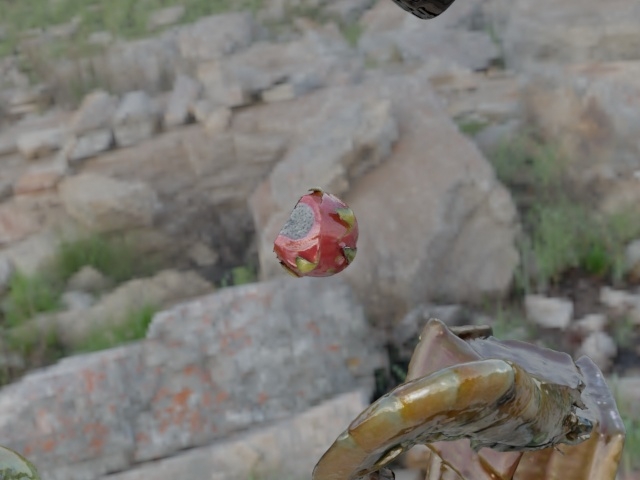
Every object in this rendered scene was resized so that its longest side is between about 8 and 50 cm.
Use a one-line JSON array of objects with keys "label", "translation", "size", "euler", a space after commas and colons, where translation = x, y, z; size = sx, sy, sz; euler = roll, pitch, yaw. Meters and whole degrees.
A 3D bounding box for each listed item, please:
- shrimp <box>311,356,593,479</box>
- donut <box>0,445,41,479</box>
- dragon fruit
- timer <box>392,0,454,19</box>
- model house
[{"label": "shrimp", "translation": [0.102, 0.144, 1.056], "size": [0.169, 0.058, 0.296], "euler": [-32, -26, 20]}, {"label": "donut", "translation": [-0.347, 0.360, 1.382], "size": [0.170, 0.360, 0.360], "euler": [-20, 8, 44]}, {"label": "dragon fruit", "translation": [0.000, 0.000, 1.286], "size": [0.060, 0.083, 0.056], "euler": [35, 2, 18]}, {"label": "timer", "translation": [0.065, -0.229, 0.865], "size": [0.055, 0.144, 0.187], "euler": [27, 22, -35]}, {"label": "model house", "translation": [0.181, 0.206, 1.507], "size": [0.229, 0.199, 0.219], "euler": [19, 11, -9]}]
